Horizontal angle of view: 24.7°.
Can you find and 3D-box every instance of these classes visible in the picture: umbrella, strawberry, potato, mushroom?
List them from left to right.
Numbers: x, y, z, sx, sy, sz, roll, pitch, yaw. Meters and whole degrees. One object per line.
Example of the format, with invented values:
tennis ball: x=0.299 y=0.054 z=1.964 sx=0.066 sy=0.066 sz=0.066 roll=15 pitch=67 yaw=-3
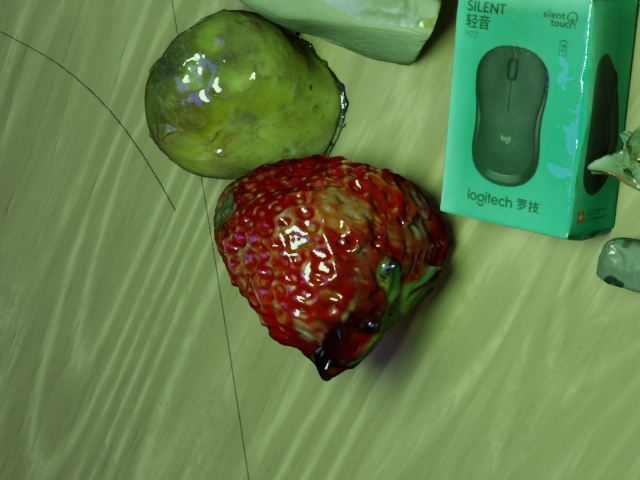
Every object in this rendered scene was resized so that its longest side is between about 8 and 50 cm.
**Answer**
potato: x=-0.151 y=-0.200 z=2.116 sx=0.301 sy=0.237 sz=0.288 roll=30 pitch=116 yaw=33
mushroom: x=-0.003 y=-0.346 z=1.998 sx=0.407 sy=0.154 sz=0.137 roll=25 pitch=96 yaw=21
strawberry: x=0.008 y=0.002 z=1.973 sx=0.310 sy=0.292 sz=0.292 roll=51 pitch=126 yaw=4
umbrella: x=0.488 y=0.057 z=1.729 sx=0.337 sy=0.073 sz=0.067 roll=15 pitch=108 yaw=37

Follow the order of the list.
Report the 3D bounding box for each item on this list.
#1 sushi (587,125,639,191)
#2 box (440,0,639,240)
sushi: x=0.455 y=-0.100 z=1.712 sx=0.273 sy=0.134 sz=0.109 roll=-28 pitch=110 yaw=30
box: x=0.272 y=-0.170 z=1.845 sx=0.205 sy=0.118 sz=0.311 roll=14 pitch=107 yaw=36
